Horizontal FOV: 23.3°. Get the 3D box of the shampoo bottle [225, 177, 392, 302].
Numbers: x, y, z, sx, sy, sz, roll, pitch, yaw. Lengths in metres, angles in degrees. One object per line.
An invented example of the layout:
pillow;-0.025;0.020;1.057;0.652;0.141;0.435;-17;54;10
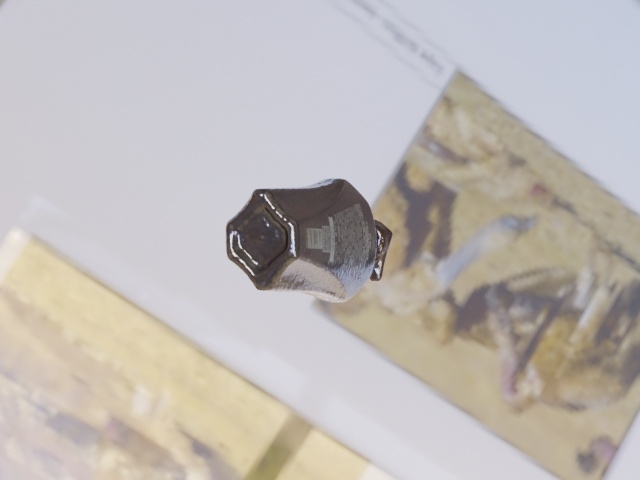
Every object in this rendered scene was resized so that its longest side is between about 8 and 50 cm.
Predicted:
shampoo bottle;0.000;0.000;0.582;0.027;0.048;0.137;-1;180;17
